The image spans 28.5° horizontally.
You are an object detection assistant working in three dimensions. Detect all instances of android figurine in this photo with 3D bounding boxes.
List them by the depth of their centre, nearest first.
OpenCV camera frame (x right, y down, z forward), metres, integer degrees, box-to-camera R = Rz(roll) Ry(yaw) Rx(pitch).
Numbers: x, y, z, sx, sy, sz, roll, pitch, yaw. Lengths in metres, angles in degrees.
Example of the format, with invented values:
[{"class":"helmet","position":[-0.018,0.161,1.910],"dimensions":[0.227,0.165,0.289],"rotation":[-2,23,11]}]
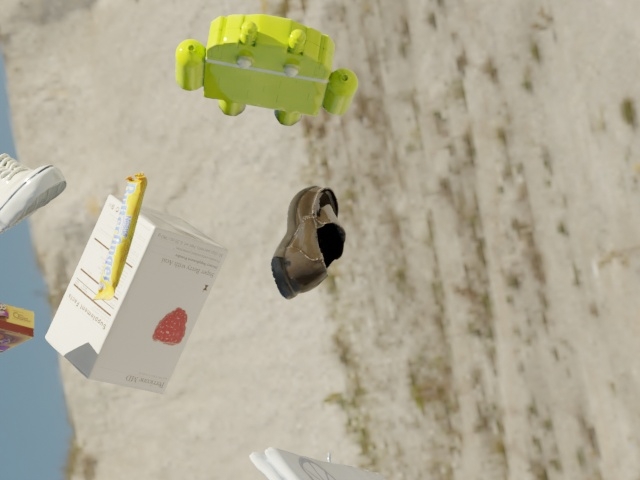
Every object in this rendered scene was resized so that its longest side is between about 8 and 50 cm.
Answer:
[{"class":"android figurine","position":[-0.072,-0.228,1.697],"dimensions":[0.273,0.248,0.056],"rotation":[119,161,-73]}]

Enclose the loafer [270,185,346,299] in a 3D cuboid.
[{"class":"loafer","position":[0.000,0.000,1.612],"dimensions":[0.220,0.078,0.080],"rotation":[-73,-34,-54]}]

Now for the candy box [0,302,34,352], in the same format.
[{"class":"candy box","position":[-0.590,0.160,2.160],"dimensions":[0.109,0.186,0.053],"rotation":[21,-123,-43]}]

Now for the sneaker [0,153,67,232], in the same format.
[{"class":"sneaker","position":[-0.428,-0.072,1.735],"dimensions":[0.091,0.094,0.258],"rotation":[57,150,-7]}]

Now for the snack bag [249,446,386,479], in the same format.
[{"class":"snack bag","position":[0.098,0.345,1.324],"dimensions":[0.323,0.037,0.342],"rotation":[43,-175,25]}]

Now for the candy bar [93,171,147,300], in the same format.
[{"class":"candy bar","position":[-0.234,-0.004,1.482],"dimensions":[0.040,0.018,0.162],"rotation":[-7,65,50]}]

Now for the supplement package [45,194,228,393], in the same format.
[{"class":"supplement package","position":[-0.329,0.098,2.253],"dimensions":[0.175,0.177,0.293],"rotation":[31,99,46]}]
